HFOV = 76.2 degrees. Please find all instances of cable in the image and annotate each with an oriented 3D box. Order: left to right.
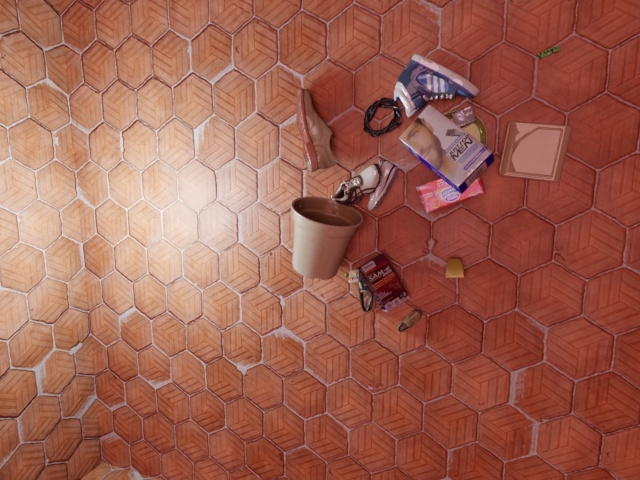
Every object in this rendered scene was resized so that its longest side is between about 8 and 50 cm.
[{"bbox_3d":[0.268,-0.552,1.830,0.184,0.047,0.151,-25,90,22],"label":"cable"}]

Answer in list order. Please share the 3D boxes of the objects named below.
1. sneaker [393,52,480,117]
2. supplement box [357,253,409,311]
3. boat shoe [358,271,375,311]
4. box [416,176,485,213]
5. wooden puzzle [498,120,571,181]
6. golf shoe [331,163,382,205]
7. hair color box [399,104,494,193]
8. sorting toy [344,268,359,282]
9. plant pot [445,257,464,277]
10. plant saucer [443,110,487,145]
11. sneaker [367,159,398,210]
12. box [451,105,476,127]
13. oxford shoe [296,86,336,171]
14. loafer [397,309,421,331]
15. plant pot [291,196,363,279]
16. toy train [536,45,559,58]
[{"bbox_3d":[0.469,-0.609,1.720,0.322,0.130,0.236,32,117,7],"label":"sneaker"},{"bbox_3d":[0.292,0.197,1.901,0.130,0.073,0.240,-31,87,-9],"label":"supplement box"},{"bbox_3d":[0.222,0.236,1.956,0.080,0.073,0.224,-1,97,22],"label":"boat shoe"},{"bbox_3d":[0.554,-0.217,1.742,0.256,0.122,0.128,-20,91,21],"label":"box"},{"bbox_3d":[0.866,-0.361,1.657,0.238,0.044,0.221,10,101,13],"label":"wooden puzzle"},{"bbox_3d":[0.163,-0.241,1.825,0.273,0.120,0.105,-43,59,42],"label":"golf shoe"},{"bbox_3d":[0.505,-0.370,1.652,0.185,0.110,0.339,-48,62,11],"label":"hair color box"},{"bbox_3d":[0.151,0.176,1.989,0.083,0.012,0.062,-15,64,36],"label":"sorting toy"},{"bbox_3d":[0.595,0.121,1.807,0.081,0.081,0.084,-3,87,20],"label":"plant pot"},{"bbox_3d":[0.583,-0.429,1.745,0.240,0.037,0.241,3,99,20],"label":"plant saucer"},{"bbox_3d":[0.264,-0.247,1.854,0.094,0.090,0.235,31,112,14],"label":"sneaker"},{"bbox_3d":[0.596,-0.513,1.697,0.083,0.018,0.067,-18,92,21],"label":"box"},{"bbox_3d":[-0.025,-0.522,1.916,0.146,0.140,0.398,-11,90,-10],"label":"oxford shoe"},{"bbox_3d":[0.419,0.386,1.924,0.056,0.050,0.148,42,109,9],"label":"loafer"},{"bbox_3d":[0.000,0.000,1.891,0.333,0.334,0.306,21,116,15],"label":"plant pot"},{"bbox_3d":[0.892,-0.736,1.598,0.083,0.017,0.024,-18,103,21],"label":"toy train"}]
